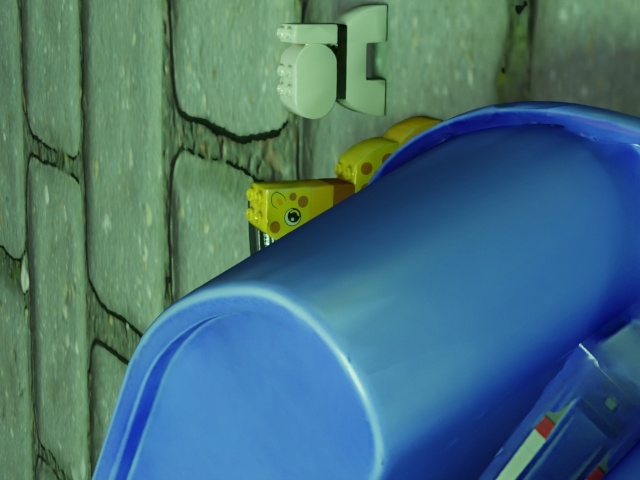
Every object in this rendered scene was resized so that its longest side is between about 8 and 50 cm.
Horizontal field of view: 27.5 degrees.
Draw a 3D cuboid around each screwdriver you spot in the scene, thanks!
[{"bbox_3d":[-0.030,0.051,0.790,0.024,0.025,0.169,10,103,63],"label":"screwdriver"}]

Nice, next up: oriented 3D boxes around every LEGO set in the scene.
[{"bbox_3d":[0.000,0.000,0.641,0.087,0.093,0.227,23,114,61],"label":"LEGO set"}]

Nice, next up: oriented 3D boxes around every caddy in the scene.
[{"bbox_3d":[0.056,0.113,0.461,0.241,0.179,0.341,46,138,21],"label":"caddy"}]
